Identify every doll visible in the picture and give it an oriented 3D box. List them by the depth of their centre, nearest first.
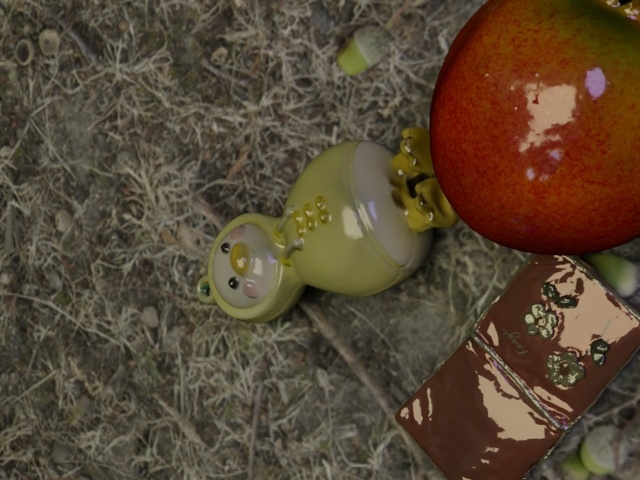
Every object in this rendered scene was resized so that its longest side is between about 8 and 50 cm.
[{"bbox_3d":[-0.007,0.000,1.069,0.296,0.117,0.141,-25,74,26],"label":"doll"}]

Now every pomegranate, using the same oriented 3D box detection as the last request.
[{"bbox_3d":[0.197,-0.109,0.898,0.221,0.221,0.257,40,121,24],"label":"pomegranate"}]

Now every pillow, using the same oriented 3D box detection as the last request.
[{"bbox_3d":[0.172,0.119,1.009,0.126,0.043,0.232,45,110,22],"label":"pillow"}]
